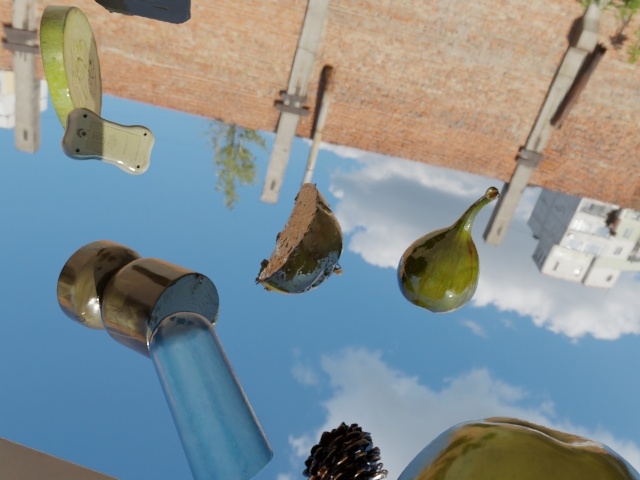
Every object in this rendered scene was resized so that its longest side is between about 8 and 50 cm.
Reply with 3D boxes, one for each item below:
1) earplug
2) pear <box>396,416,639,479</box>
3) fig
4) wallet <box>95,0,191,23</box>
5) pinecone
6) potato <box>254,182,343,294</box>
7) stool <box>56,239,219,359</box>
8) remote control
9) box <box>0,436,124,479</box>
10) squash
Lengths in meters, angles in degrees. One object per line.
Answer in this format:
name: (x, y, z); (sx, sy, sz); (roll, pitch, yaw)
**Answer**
earplug: (-0.185, 0.242, 0.891); (0.132, 0.273, 0.132); (-22, -176, 2)
pear: (0.151, 0.293, 0.420); (0.252, 0.307, 0.253); (7, 164, 2)
fig: (0.193, 0.005, 0.815); (0.124, 0.236, 0.124); (11, -141, -9)
wallet: (-0.300, -0.507, 0.929); (0.197, 0.377, 0.051); (11, -113, -12)
pinecone: (0.057, 0.451, 1.073); (0.162, 0.163, 0.165); (-4, -146, -35)
potato: (0.000, 0.000, 0.725); (0.089, 0.100, 0.172); (37, -127, -19)
stool: (-0.349, 0.114, 1.078); (0.264, 0.179, 0.179); (16, -157, 30)
remote control: (-0.300, -0.140, 0.798); (0.122, 0.074, 0.032); (14, 177, -36)
box: (-0.228, 0.251, 0.436); (0.299, 0.200, 0.106); (27, -137, -13)
squash: (-0.484, -0.331, 1.109); (0.048, 0.252, 0.252); (-4, -151, -8)
